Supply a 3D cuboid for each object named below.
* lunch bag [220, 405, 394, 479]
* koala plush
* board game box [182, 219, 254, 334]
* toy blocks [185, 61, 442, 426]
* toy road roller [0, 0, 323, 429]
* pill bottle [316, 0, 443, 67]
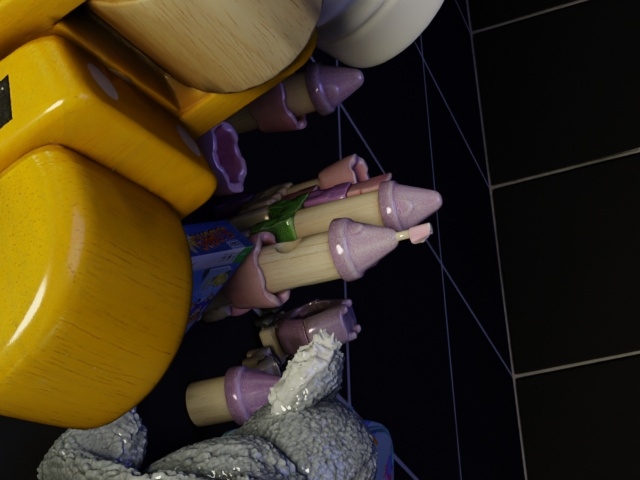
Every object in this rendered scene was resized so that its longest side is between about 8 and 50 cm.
[{"bbox_3d":[-0.014,0.263,1.047,0.279,0.108,0.224,13,76,-72],"label":"lunch bag"},{"bbox_3d":[-0.038,0.183,0.823,0.221,0.203,0.196,-31,110,-43],"label":"koala plush"},{"bbox_3d":[-0.135,0.051,0.859,0.035,0.136,0.201,41,15,11],"label":"board game box"},{"bbox_3d":[0.000,0.000,1.083,0.288,0.260,0.309,-57,131,-66],"label":"toy blocks"},{"bbox_3d":[-0.129,-0.047,0.642,0.240,0.329,0.202,59,11,23],"label":"toy road roller"},{"bbox_3d":[-0.058,-0.312,1.044,0.361,0.204,0.204,27,47,-36],"label":"pill bottle"}]
